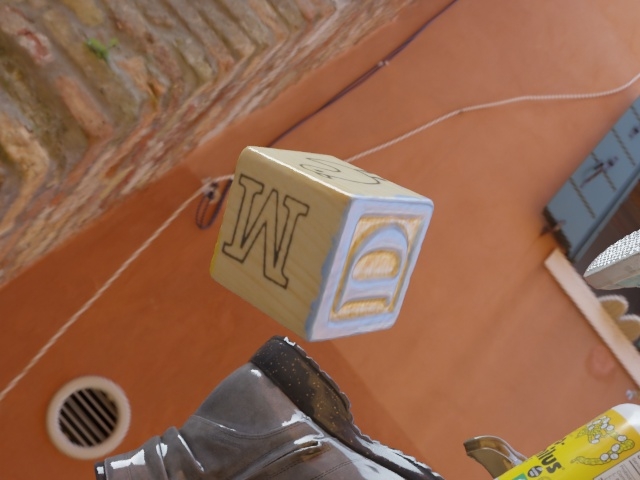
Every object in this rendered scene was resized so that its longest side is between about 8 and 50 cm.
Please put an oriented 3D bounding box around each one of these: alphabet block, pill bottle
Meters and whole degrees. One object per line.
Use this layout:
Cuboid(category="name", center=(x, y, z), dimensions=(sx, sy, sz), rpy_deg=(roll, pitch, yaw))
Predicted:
Cuboid(category="alphabet block", center=(0.000, 0.000, 0.993), dimensions=(0.197, 0.192, 0.193), rpy_deg=(28, -73, 36))
Cuboid(category="pill bottle", center=(0.250, 0.212, 0.633), dimensions=(0.117, 0.208, 0.117), rpy_deg=(57, 3, -5))

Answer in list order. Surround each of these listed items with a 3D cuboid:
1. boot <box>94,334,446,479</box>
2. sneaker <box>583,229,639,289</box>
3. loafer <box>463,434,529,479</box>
Cuboid(category="boot", center=(-0.015, 0.254, 0.612), dimensions=(0.338, 0.223, 0.118), rpy_deg=(37, -29, 30))
Cuboid(category="sneaker", center=(0.598, 0.039, 1.188), dimensions=(0.366, 0.135, 0.150), rpy_deg=(-29, -86, 50))
Cuboid(category="loafer", center=(0.291, 0.359, 1.212), dimensions=(0.148, 0.050, 0.056), rpy_deg=(29, -46, -25))
